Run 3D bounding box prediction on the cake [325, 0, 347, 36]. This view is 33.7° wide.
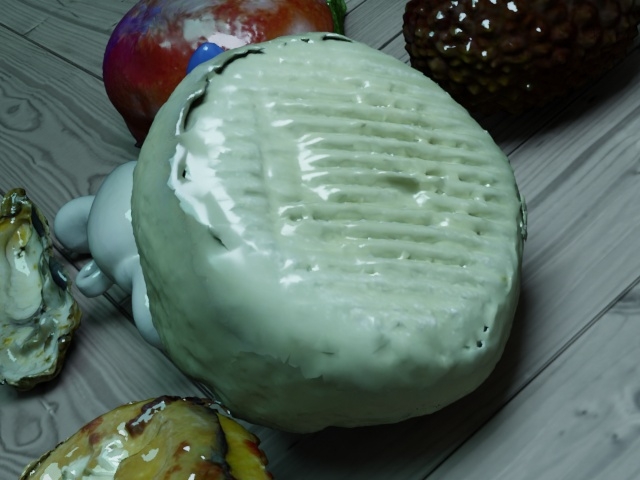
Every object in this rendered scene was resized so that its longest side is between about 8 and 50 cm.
[{"bbox_3d":[-0.011,-0.263,1.474,0.100,0.099,0.235,-17,57,16],"label":"cake"}]

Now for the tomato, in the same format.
[{"bbox_3d":[-0.157,-0.264,1.387,0.335,0.176,0.289,10,67,39],"label":"tomato"}]

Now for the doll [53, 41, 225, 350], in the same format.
[{"bbox_3d":[-0.130,-0.063,1.191,0.365,0.187,0.376,-46,48,-6],"label":"doll"}]

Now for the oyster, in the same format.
[{"bbox_3d":[-0.342,0.046,1.255,0.129,0.079,0.345,-45,39,15],"label":"oyster"}]

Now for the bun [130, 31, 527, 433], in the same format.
[{"bbox_3d":[0.000,0.000,0.920,0.360,0.211,0.359,8,56,-11],"label":"bun"}]

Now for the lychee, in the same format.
[{"bbox_3d":[0.217,-0.258,1.122,0.268,0.267,0.267,-19,35,14],"label":"lychee"}]

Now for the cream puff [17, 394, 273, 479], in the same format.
[{"bbox_3d":[-0.134,0.232,0.805,0.240,0.164,0.240,-29,25,15],"label":"cream puff"}]
